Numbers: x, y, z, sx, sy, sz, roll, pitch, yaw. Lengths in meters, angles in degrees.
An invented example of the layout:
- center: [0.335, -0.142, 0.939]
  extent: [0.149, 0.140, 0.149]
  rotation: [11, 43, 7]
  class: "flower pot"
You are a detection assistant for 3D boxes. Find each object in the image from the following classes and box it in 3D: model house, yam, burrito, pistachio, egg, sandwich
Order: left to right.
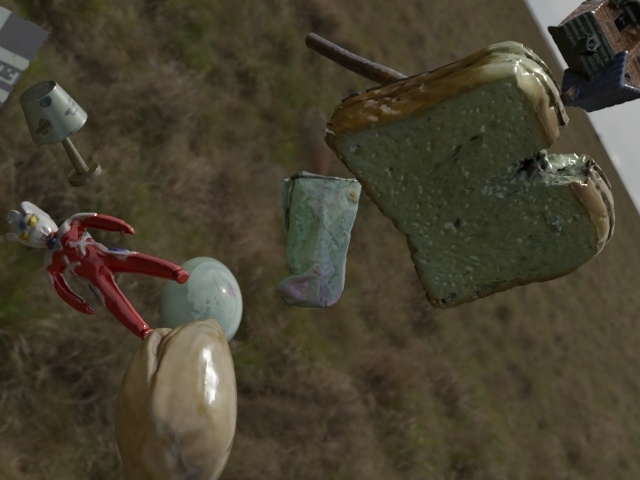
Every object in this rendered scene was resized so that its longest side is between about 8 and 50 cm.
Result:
- center: [-0.192, 0.236, 1.357]
  extent: [0.181, 0.162, 0.293]
  rotation: [64, 14, -45]
  class: "pistachio"
- center: [-0.264, 0.138, 2.187]
  extent: [0.183, 0.183, 0.264]
  rotation: [53, 16, -30]
  class: "egg"
- center: [0.000, 0.000, 1.668]
  extent: [0.144, 0.089, 0.229]
  rotation: [6, 85, -28]
  class: "burrito"
- center: [0.087, -0.391, 2.197]
  extent: [0.327, 0.045, 0.045]
  rotation: [33, 29, 34]
  class: "yam"
- center: [0.177, -0.068, 1.092]
  extent: [0.273, 0.249, 0.095]
  rotation: [56, 34, -25]
  class: "sandwich"
- center: [0.495, -0.324, 1.737]
  extent: [0.172, 0.166, 0.183]
  rotation: [-39, 105, -29]
  class: "model house"

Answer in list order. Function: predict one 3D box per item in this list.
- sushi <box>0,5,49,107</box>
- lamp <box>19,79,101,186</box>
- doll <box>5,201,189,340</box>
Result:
- center: [-0.619, -0.309, 1.413]
  extent: [0.373, 0.100, 0.296]
  rotation: [28, 62, -8]
  class: "sushi"
- center: [-0.519, -0.214, 1.997]
  extent: [0.121, 0.121, 0.214]
  rotation: [-96, 165, -55]
  class: "lamp"
- center: [-0.435, 0.035, 1.848]
  extent: [0.384, 0.188, 0.099]
  rotation: [26, -2, 19]
  class: "doll"
